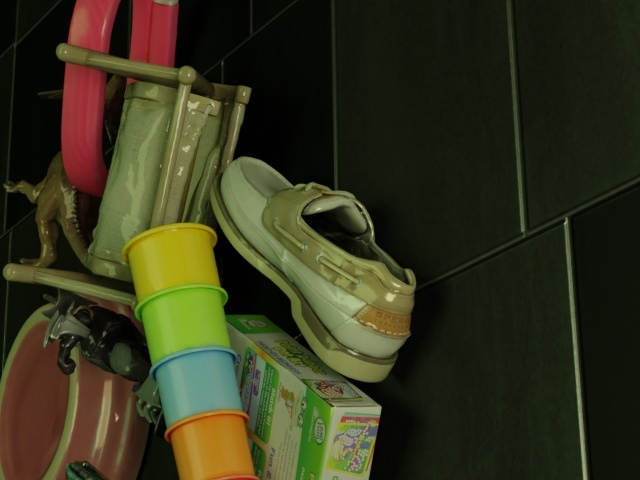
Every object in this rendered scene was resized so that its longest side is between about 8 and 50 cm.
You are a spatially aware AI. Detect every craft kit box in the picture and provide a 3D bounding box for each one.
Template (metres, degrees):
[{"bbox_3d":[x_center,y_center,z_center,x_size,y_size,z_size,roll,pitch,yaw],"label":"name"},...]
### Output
[{"bbox_3d":[-0.043,0.224,1.539,0.246,0.061,0.250,36,119,60],"label":"craft kit box"}]

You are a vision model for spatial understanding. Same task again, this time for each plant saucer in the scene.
[{"bbox_3d":[-0.310,0.205,1.990,0.332,0.084,0.332,-29,55,51],"label":"plant saucer"}]

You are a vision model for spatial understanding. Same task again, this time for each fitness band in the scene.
[{"bbox_3d":[-0.228,-0.190,1.890,0.209,0.054,0.291,-46,-34,-65],"label":"fitness band"}]

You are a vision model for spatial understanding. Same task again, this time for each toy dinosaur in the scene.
[{"bbox_3d":[-0.293,-0.079,2.000,0.296,0.127,0.200,-106,34,-49],"label":"toy dinosaur"}]

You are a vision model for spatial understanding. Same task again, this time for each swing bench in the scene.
[{"bbox_3d":[-0.185,-0.060,1.769,0.165,0.254,0.253,13,92,18],"label":"swing bench"}]

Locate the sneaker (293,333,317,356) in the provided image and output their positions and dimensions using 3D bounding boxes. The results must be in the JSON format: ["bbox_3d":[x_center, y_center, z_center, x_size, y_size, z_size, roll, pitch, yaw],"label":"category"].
[{"bbox_3d":[-0.014,0.100,1.588,0.083,0.035,0.031,-21,60,53],"label":"sneaker"}]

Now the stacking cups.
[{"bbox_3d":[-0.107,0.144,1.535,0.096,0.096,0.316,-39,59,46],"label":"stacking cups"}]

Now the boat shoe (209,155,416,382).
[{"bbox_3d":[0.000,0.000,1.541,0.302,0.113,0.103,50,121,41],"label":"boat shoe"}]

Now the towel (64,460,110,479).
[{"bbox_3d":[-0.154,0.405,1.557,0.370,0.040,0.272,29,113,41],"label":"towel"}]

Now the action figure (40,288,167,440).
[{"bbox_3d":[-0.198,0.131,1.755,0.285,0.185,0.099,20,89,50],"label":"action figure"}]
